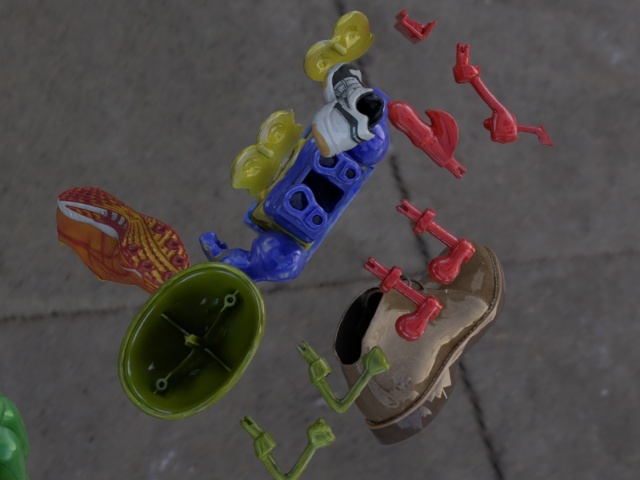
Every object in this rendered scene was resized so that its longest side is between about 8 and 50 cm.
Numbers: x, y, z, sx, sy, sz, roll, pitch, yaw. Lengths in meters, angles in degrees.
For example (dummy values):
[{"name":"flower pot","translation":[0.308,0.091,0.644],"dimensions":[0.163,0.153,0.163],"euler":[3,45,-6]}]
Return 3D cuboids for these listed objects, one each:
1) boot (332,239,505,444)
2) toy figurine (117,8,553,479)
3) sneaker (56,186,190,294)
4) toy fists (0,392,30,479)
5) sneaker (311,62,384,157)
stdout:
[{"name":"boot","translation":[0.103,0.069,1.727],"dimensions":[0.115,0.112,0.305],"euler":[54,36,-16]},{"name":"toy figurine","translation":[0.000,0.000,1.351],"dimensions":[0.191,0.217,0.362],"euler":[34,89,-5]},{"name":"sneaker","translation":[-0.168,0.011,1.466],"dimensions":[0.064,0.067,0.175],"euler":[-20,37,-32]},{"name":"toy fists","translation":[-0.247,0.176,1.078],"dimensions":[0.142,0.096,0.279],"euler":[-7,41,-16]},{"name":"sneaker","translation":[0.020,-0.075,0.944],"dimensions":[0.083,0.037,0.032],"euler":[-79,148,-53]}]
